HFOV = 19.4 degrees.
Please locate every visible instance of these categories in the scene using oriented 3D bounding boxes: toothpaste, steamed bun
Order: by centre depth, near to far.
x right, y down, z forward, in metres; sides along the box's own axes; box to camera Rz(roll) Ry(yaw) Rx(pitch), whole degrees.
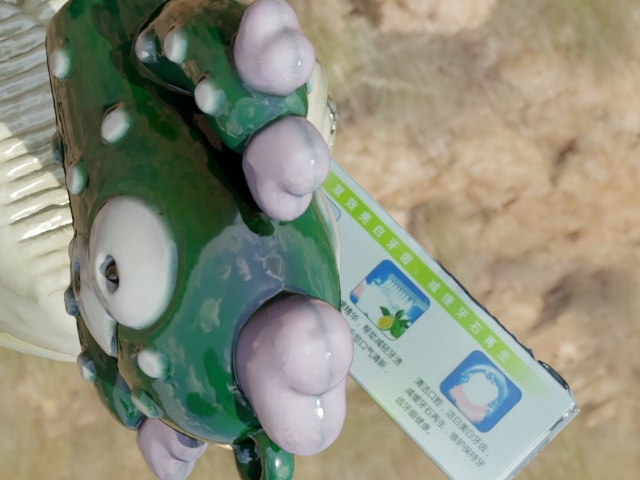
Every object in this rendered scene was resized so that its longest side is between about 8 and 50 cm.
[{"bbox_3d":[0.000,0.000,1.047,0.081,0.336,0.067,-45,168,1],"label":"toothpaste"},{"bbox_3d":[-0.171,-0.071,1.398,0.346,0.394,0.237,6,152,-9],"label":"steamed bun"}]

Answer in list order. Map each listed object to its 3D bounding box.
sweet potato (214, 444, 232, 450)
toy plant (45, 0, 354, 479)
[{"bbox_3d":[-0.077,0.090,1.672,0.131,0.131,0.337,-24,-164,-5],"label":"sweet potato"},{"bbox_3d":[-0.055,-0.001,0.833,0.112,0.243,0.232,-10,-173,-27],"label":"toy plant"}]
